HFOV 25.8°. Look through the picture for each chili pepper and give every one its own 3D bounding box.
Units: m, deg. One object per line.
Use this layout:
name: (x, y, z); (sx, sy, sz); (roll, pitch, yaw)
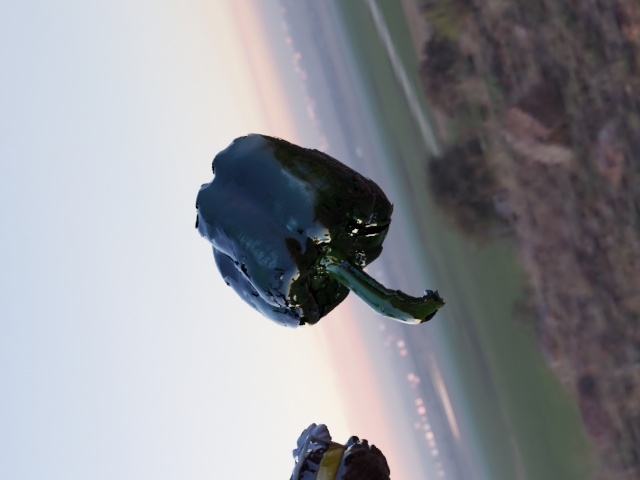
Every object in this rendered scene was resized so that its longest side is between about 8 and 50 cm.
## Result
chili pepper: (0.000, 0.000, 1.385); (0.261, 0.174, 0.165); (33, 162, 31)

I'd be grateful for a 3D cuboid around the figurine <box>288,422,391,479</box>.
figurine: (0.011, 0.282, 1.480); (0.240, 0.115, 0.175); (114, 178, -66)
